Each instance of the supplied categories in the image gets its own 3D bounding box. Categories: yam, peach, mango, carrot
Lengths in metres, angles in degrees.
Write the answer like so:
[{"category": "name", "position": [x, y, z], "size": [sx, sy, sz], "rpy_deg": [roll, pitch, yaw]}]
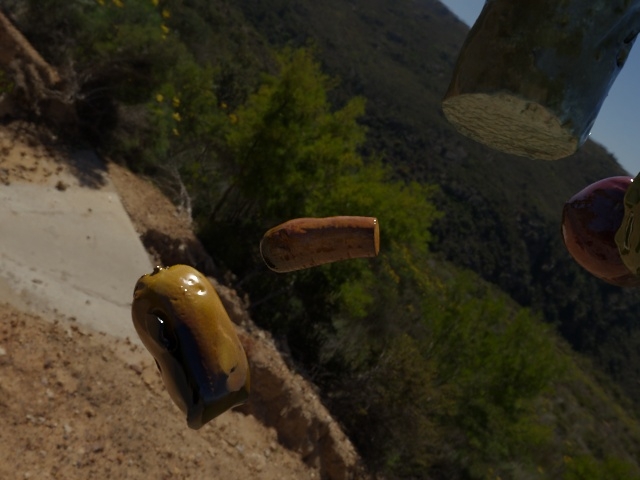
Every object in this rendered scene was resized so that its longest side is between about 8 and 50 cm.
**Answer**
[{"category": "yam", "position": [0.218, -0.221, 0.479], "size": [0.133, 0.330, 0.133], "rpy_deg": [23, 17, -7]}, {"category": "peach", "position": [0.408, -0.016, 0.831], "size": [0.152, 0.152, 0.152], "rpy_deg": [29, 20, -12]}, {"category": "mango", "position": [-0.228, 0.177, 1.051], "size": [0.152, 0.201, 0.287], "rpy_deg": [-26, 91, -26]}, {"category": "carrot", "position": [0.000, 0.000, 0.961], "size": [0.087, 0.193, 0.087], "rpy_deg": [-12, 90, -76]}]

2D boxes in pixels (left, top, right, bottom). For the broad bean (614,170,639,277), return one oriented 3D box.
[{"category": "broad bean", "position": [0.237, -0.043, 0.257], "size": [0.169, 0.228, 0.100], "rpy_deg": [32, 40, -28]}]
